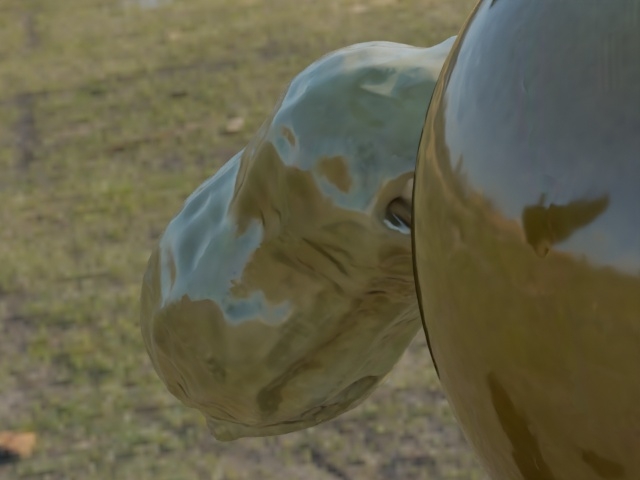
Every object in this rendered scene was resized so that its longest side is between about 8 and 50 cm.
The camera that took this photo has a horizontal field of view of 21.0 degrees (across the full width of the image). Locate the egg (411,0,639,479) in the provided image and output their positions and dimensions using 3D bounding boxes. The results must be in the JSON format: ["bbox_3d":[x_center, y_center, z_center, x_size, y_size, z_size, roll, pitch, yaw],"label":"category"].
[{"bbox_3d":[0.180,0.016,0.500,0.322,0.250,0.250,27,5,-18],"label":"egg"}]

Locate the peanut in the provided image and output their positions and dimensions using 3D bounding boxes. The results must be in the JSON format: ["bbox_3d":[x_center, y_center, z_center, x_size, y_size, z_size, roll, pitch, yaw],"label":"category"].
[{"bbox_3d":[0.003,-0.003,0.963,0.174,0.158,0.340,-15,-28,-45],"label":"peanut"}]
